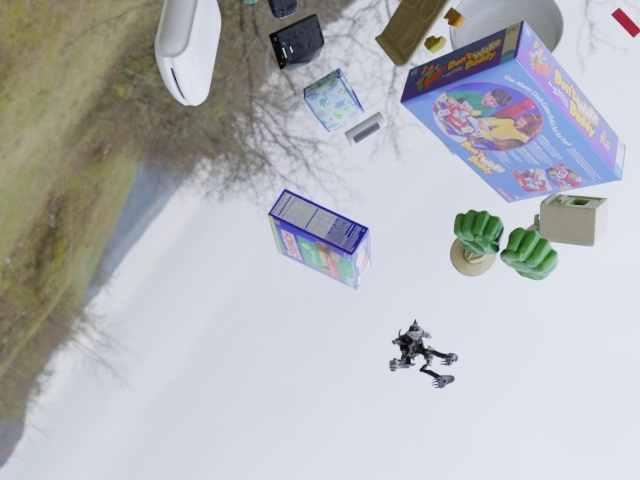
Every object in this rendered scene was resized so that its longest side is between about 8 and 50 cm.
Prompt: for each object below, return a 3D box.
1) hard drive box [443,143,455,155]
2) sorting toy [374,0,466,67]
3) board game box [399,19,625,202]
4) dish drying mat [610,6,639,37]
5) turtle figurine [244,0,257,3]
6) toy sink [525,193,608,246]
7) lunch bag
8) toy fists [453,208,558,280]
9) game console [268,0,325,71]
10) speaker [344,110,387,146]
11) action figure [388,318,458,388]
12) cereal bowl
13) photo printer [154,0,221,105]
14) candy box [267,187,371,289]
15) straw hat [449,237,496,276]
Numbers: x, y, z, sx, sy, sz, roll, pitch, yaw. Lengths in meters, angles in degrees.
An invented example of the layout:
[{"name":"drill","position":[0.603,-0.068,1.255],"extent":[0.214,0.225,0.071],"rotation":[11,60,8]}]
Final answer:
[{"name":"hard drive box","position":[0.501,-0.420,2.270],"extent":[0.232,0.089,0.181],"rotation":[-26,-124,-4]},{"name":"sorting toy","position":[0.255,-0.535,1.665],"extent":[0.229,0.041,0.307],"rotation":[-52,-147,23]},{"name":"board game box","position":[0.342,-0.204,1.181],"extent":[0.233,0.347,0.078],"rotation":[-11,-127,47]},{"name":"dish drying mat","position":[0.767,-0.546,1.688],"extent":[0.032,0.083,0.008],"rotation":[-41,176,-12]},{"name":"turtle figurine","position":[-0.142,-0.734,1.738],"extent":[0.175,0.118,0.234],"rotation":[-38,-146,60]},{"name":"toy sink","position":[0.775,-0.075,2.141],"extent":[0.234,0.131,0.152],"rotation":[9,-159,36]},{"name":"lunch bag","position":[0.040,-0.403,1.962],"extent":[0.128,0.151,0.096],"rotation":[-27,-149,18]},{"name":"toy fists","position":[0.466,0.008,1.710],"extent":[0.096,0.279,0.142],"rotation":[-53,153,-18]},{"name":"game console","position":[-0.100,-0.730,2.117],"extent":[0.044,0.361,0.213],"rotation":[4,-148,41]},{"name":"speaker","position":[0.147,-0.364,2.192],"extent":[0.136,0.055,0.055],"rotation":[-31,-166,1]},{"name":"action figure","position":[0.290,0.335,2.046],"extent":[0.275,0.141,0.164],"rotation":[25,-83,55]},{"name":"cereal bowl","position":[0.573,-0.628,2.096],"extent":[0.339,0.339,0.141],"rotation":[-54,160,-11]},{"name":"photo printer","position":[-0.352,-0.534,1.798],"extent":[0.256,0.107,0.308],"rotation":[82,14,-70]},{"name":"candy box","position":[0.000,0.000,2.200],"extent":[0.122,0.317,0.268],"rotation":[-56,160,-21]},{"name":"straw hat","position":[0.457,0.037,1.978],"extent":[0.144,0.144,0.061],"rotation":[-52,180,-1]}]
